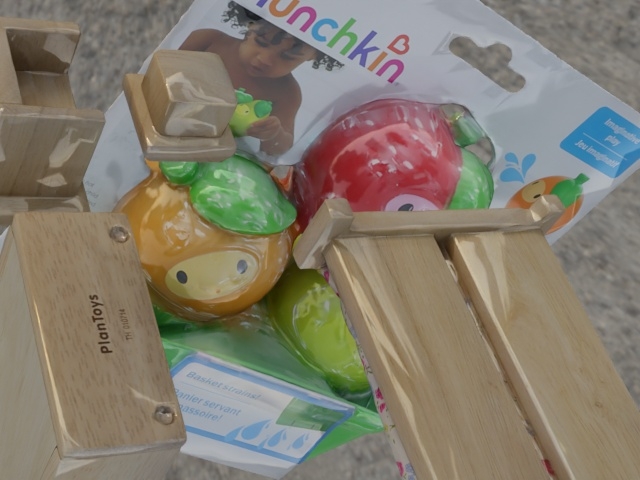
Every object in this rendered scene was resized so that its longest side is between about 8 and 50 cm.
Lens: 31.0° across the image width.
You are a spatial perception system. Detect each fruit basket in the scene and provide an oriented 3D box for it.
[{"bbox_3d":[0.000,0.000,0.715,0.327,0.165,0.353,25,128,-36],"label":"fruit basket"}]

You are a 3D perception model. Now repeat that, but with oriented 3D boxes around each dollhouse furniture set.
[{"bbox_3d":[0.014,0.065,0.564,0.355,0.303,0.174,-1,144,-30],"label":"dollhouse furniture set"}]
